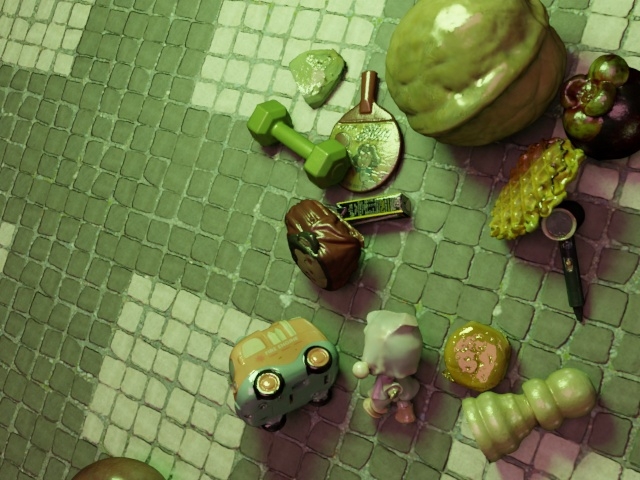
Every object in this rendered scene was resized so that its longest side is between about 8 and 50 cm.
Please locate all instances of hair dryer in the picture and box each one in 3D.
[{"bbox_3d":[0.527,0.044,1.395,0.070,0.128,0.255,-6,101,31],"label":"hair dryer"}]

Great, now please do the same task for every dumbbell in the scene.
[{"bbox_3d":[-0.057,-0.245,1.665,0.108,0.121,0.302,-45,60,-11],"label":"dumbbell"}]

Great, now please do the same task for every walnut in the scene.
[{"bbox_3d":[0.316,-0.369,1.400,0.382,0.381,0.380,-4,79,23],"label":"walnut"}]

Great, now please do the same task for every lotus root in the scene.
[{"bbox_3d":[-0.008,-0.441,1.715,0.144,0.070,0.143,-37,69,14],"label":"lotus root"}]

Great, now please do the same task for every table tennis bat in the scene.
[{"bbox_3d":[0.112,-0.269,1.655,0.201,0.038,0.309,2,85,26],"label":"table tennis bat"}]

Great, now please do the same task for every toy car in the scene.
[{"bbox_3d":[-0.099,0.293,1.544,0.271,0.180,0.212,-25,53,-20],"label":"toy car"}]

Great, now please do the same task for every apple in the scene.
[{"bbox_3d":[-0.496,0.690,1.651,0.306,0.235,0.305,-5,76,22],"label":"apple"}]

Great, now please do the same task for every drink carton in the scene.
[{"bbox_3d":[0.128,-0.071,1.592,0.166,0.071,0.056,-9,75,24],"label":"drink carton"}]

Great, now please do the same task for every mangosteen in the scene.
[{"bbox_3d":[0.586,-0.263,1.348,0.210,0.210,0.209,-4,79,23],"label":"mangosteen"}]

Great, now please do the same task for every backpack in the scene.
[{"bbox_3d":[-0.002,0.001,1.568,0.139,0.229,0.229,-33,66,-15],"label":"backpack"}]

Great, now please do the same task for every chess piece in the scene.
[{"bbox_3d":[0.434,0.345,1.360,0.261,0.143,0.142,-27,71,10],"label":"chess piece"}]

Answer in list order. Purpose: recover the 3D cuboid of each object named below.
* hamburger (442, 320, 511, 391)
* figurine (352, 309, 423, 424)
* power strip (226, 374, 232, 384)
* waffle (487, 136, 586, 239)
[{"bbox_3d":[0.338,0.252,1.437,0.138,0.083,0.147,19,86,30],"label":"hamburger"},{"bbox_3d":[0.159,0.277,1.461,0.133,0.200,0.275,16,117,41],"label":"figurine"},{"bbox_3d":[-0.205,0.355,1.698,0.083,0.017,0.027,-11,75,21],"label":"power strip"},{"bbox_3d":[0.442,-0.107,1.392,0.059,0.243,0.237,26,85,-12],"label":"waffle"}]
